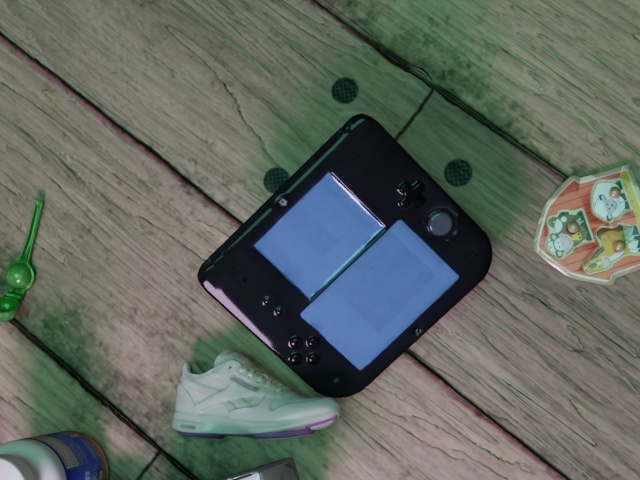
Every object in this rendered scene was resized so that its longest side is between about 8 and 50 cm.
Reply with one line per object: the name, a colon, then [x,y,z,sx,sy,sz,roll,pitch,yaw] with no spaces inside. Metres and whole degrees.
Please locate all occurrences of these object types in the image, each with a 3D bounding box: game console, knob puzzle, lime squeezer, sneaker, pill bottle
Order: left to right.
lime squeezer: [-0.568,0.074,1.735,0.058,0.110,0.310,4,53,27]
pill bottle: [-0.470,0.401,1.588,0.152,0.272,0.153,-1,84,11]
sneaker: [-0.115,0.256,1.604,0.305,0.114,0.152,-3,79,21]
game console: [0.048,0.040,1.554,0.386,0.060,0.342,-44,108,9]
knob puzzle: [0.446,-0.018,1.588,0.213,0.030,0.213,-1,84,10]

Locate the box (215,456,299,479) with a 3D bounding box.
box: [-0.172,0.451,1.549,0.261,0.231,0.127,-19,80,7]
